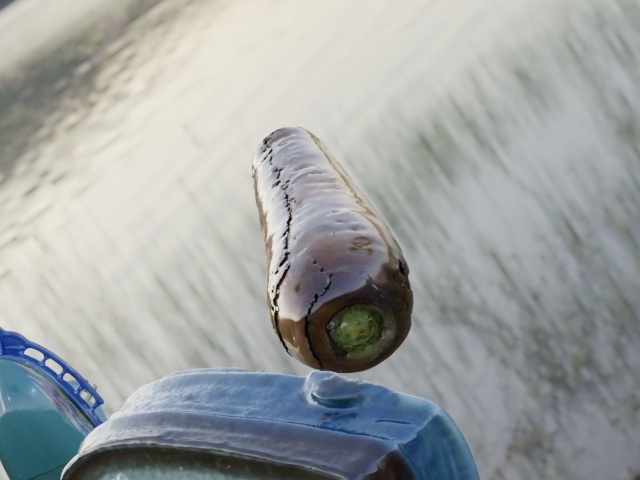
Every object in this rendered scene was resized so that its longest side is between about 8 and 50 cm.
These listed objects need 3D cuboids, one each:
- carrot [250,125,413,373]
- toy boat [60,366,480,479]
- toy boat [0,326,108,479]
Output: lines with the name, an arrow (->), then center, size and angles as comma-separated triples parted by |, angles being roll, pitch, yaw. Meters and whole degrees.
carrot -> 0.000, 0.000, 0.744 | 0.055, 0.055, 0.161 | -33, 23, 6
toy boat -> -0.016, 0.062, 0.511 | 0.137, 0.060, 0.061 | -9, 12, 40
toy boat -> -0.174, 0.126, 1.283 | 0.091, 0.175, 0.110 | -25, 17, 19
